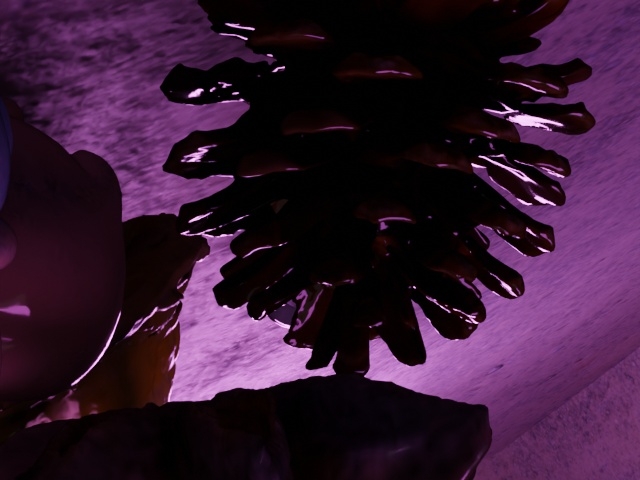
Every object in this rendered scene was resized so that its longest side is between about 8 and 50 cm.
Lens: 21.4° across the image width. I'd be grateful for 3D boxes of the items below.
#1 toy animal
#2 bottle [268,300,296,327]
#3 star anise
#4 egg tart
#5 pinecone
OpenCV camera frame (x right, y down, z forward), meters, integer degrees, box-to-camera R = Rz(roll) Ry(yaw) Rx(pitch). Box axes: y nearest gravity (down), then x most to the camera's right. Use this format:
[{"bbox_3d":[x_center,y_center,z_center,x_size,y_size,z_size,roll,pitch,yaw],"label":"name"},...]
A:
[{"bbox_3d":[-0.219,0.018,0.844,0.229,0.210,0.221,-52,164,-1],"label":"toy animal"},{"bbox_3d":[0.000,0.000,1.410,0.096,0.079,0.253,15,152,-10],"label":"bottle"},{"bbox_3d":[-0.056,0.139,0.897,0.332,0.117,0.332,-8,176,-1],"label":"star anise"},{"bbox_3d":[-0.195,0.090,1.080,0.315,0.120,0.315,-25,-168,6],"label":"egg tart"},{"bbox_3d":[0.024,-0.049,0.960,0.264,0.264,0.264,-26,165,-8],"label":"pinecone"}]
